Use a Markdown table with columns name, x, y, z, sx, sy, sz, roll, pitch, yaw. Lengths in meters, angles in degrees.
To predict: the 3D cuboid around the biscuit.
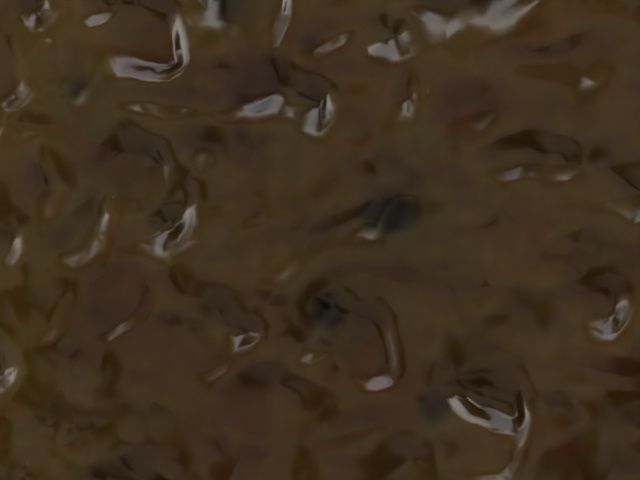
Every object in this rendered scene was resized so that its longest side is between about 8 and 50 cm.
| name | x | y | z | sx | sy | sz | roll | pitch | yaw |
| --- | --- | --- | --- | --- | --- | --- | --- | --- | --- |
| biscuit | 0.000 | 0.001 | 0.605 | 0.359 | 0.359 | 0.046 | -13 | -6 | 16 |
